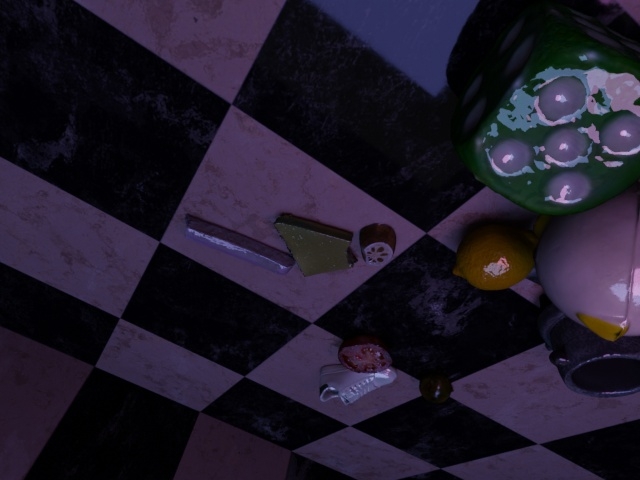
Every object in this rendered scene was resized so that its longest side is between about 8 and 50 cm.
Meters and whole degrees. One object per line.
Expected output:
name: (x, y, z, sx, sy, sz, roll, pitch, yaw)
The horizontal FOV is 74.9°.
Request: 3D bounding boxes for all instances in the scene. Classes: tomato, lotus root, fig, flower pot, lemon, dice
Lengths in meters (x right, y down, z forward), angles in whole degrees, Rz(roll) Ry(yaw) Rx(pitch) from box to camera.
tomato: (0.183, 0.450, 1.690, 0.224, 0.085, 0.225, 5, 131, 6)
lotus root: (0.178, 0.014, 1.284, 0.112, 0.081, 0.122, -6, 132, 10)
fig: (0.508, 0.634, 1.759, 0.185, 0.127, 0.133, 36, 118, -15)
flower pot: (0.796, 0.288, 1.243, 0.299, 0.283, 0.299, 5, 136, 5)
lemon: (0.481, 0.045, 1.151, 0.244, 0.187, 0.187, -27, 122, 21)
dice: (0.447, -0.251, 0.802, 0.287, 0.297, 0.300, 27, 134, -6)

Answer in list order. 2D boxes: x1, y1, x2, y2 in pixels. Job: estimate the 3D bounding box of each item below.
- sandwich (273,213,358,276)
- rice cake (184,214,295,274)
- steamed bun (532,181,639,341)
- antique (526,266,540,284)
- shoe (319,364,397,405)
sandwich: (0.000, 0.000, 1.326, 0.212, 0.063, 0.245, -12, 130, 20)
rice cake: (-0.278, 0.023, 1.413, 0.399, 0.064, 0.070, 22, 140, -7)
steamed bun: (0.631, 0.037, 0.898, 0.334, 0.334, 0.374, -25, 167, 32)
antique: (0.647, 0.033, 1.166, 0.086, 0.088, 0.183, 25, 134, -11)
shoe: (0.152, 0.629, 1.818, 0.362, 0.160, 0.132, -12, 131, 25)
